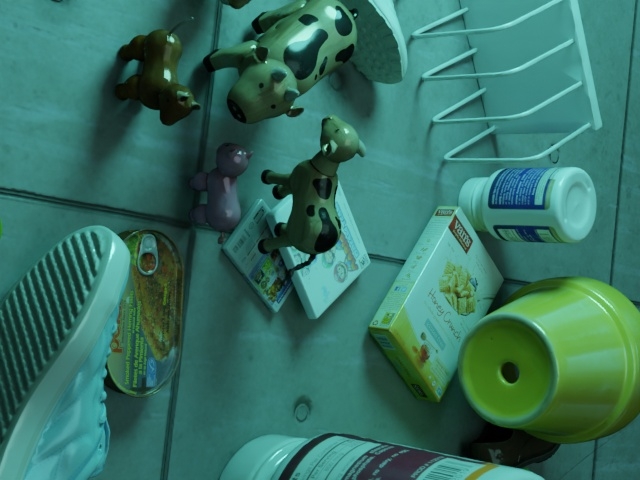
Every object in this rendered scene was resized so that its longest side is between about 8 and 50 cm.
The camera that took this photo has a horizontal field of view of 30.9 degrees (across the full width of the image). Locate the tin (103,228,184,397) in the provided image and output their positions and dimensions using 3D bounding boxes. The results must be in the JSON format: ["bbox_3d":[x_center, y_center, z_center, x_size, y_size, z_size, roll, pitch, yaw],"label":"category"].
[{"bbox_3d":[-0.207,0.081,1.308,0.106,0.040,0.189,4,89,-51],"label":"tin"}]

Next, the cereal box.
[{"bbox_3d":[0.174,0.092,1.701,0.173,0.047,0.240,54,55,-35],"label":"cereal box"}]

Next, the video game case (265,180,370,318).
[{"bbox_3d":[0.000,0.000,1.523,0.143,0.019,0.157,-44,120,-43],"label":"video game case"}]

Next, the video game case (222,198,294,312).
[{"bbox_3d":[-0.068,0.020,1.469,0.122,0.011,0.087,54,54,-33],"label":"video game case"}]

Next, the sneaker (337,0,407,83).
[{"bbox_3d":[0.065,-0.318,1.547,0.095,0.090,0.235,-56,131,-41],"label":"sneaker"}]

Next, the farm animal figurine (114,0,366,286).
[{"bbox_3d":[-0.048,-0.166,1.341,0.330,0.172,0.326,45,60,-31],"label":"farm animal figurine"}]

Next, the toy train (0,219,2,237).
[{"bbox_3d":[-0.344,-0.006,1.079,0.105,0.143,0.248,-48,124,-34],"label":"toy train"}]

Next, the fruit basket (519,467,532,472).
[{"bbox_3d":[0.224,0.479,1.545,0.392,0.392,0.282,-33,115,-41],"label":"fruit basket"}]

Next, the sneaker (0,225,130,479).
[{"bbox_3d":[-0.274,0.167,1.187,0.150,0.135,0.365,38,74,-49],"label":"sneaker"}]

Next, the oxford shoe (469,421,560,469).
[{"bbox_3d":[0.316,0.309,1.841,0.227,0.083,0.096,-20,98,-47],"label":"oxford shoe"}]

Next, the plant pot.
[{"bbox_3d":[0.330,0.182,1.708,0.239,0.254,0.254,-1,92,-52],"label":"plant pot"}]

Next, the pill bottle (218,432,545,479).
[{"bbox_3d":[0.067,0.347,1.350,0.224,0.392,0.224,-3,94,-46],"label":"pill bottle"}]

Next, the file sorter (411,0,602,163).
[{"bbox_3d":[0.255,-0.260,1.670,0.173,0.193,0.277,-32,114,-38],"label":"file sorter"}]

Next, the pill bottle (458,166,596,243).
[{"bbox_3d":[0.304,-0.053,1.732,0.112,0.187,0.112,-3,95,-47],"label":"pill bottle"}]
